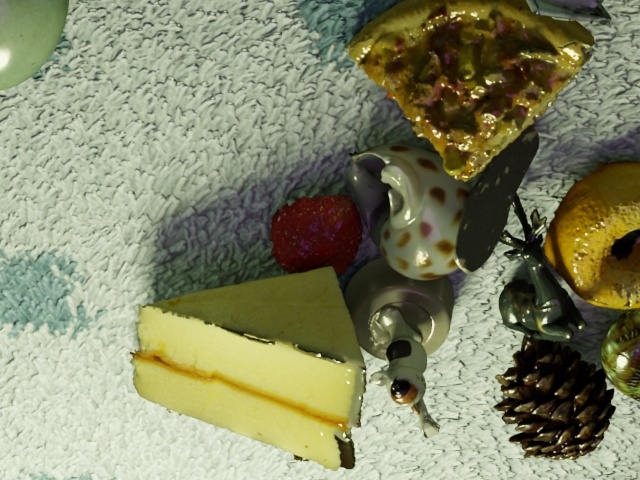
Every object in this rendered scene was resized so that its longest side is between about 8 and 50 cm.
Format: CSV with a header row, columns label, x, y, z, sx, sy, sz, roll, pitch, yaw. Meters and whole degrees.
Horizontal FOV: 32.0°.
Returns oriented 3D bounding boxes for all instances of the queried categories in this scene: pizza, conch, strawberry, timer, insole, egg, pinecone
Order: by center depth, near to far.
label,x,y,z,sx,sy,sz,roll,pitch,yaw
pizza,0.184,-0.250,1.444,0.258,0.087,0.268,-48,68,26
egg,-0.415,-0.303,1.445,0.169,0.169,0.236,19,118,-11
insole,0.247,-0.067,1.575,0.081,0.247,0.011,40,158,-28
conch,0.148,-0.034,1.624,0.149,0.183,0.274,-25,135,-17
strawberry,0.000,0.000,1.676,0.147,0.082,0.187,18,138,-21
timer,0.124,0.165,1.687,0.175,0.266,0.175,1,124,1
conch,0.524,0.171,1.749,0.187,0.124,0.181,4,99,-26
pinecone,0.366,0.255,1.794,0.205,0.179,0.184,38,75,-17

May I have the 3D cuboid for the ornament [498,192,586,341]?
label,x,y,z,sx,sy,sz,roll,pitch,yaw
ornament,0.297,0.028,1.681,0.080,0.202,0.236,-31,103,-14

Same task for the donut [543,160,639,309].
label,x,y,z,sx,sy,sz,roll,pitch,yaw
donut,0.463,-0.006,1.662,0.254,0.118,0.253,-8,126,-11

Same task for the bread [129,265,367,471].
label,x,y,z,sx,sy,sz,roll,pitch,yaw
bread,-0.127,0.219,1.717,0.405,0.242,0.345,-10,141,2

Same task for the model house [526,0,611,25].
label,x,y,z,sx,sy,sz,roll,pitch,yaw
model house,0.309,-0.393,1.330,0.198,0.224,0.215,27,120,-16
